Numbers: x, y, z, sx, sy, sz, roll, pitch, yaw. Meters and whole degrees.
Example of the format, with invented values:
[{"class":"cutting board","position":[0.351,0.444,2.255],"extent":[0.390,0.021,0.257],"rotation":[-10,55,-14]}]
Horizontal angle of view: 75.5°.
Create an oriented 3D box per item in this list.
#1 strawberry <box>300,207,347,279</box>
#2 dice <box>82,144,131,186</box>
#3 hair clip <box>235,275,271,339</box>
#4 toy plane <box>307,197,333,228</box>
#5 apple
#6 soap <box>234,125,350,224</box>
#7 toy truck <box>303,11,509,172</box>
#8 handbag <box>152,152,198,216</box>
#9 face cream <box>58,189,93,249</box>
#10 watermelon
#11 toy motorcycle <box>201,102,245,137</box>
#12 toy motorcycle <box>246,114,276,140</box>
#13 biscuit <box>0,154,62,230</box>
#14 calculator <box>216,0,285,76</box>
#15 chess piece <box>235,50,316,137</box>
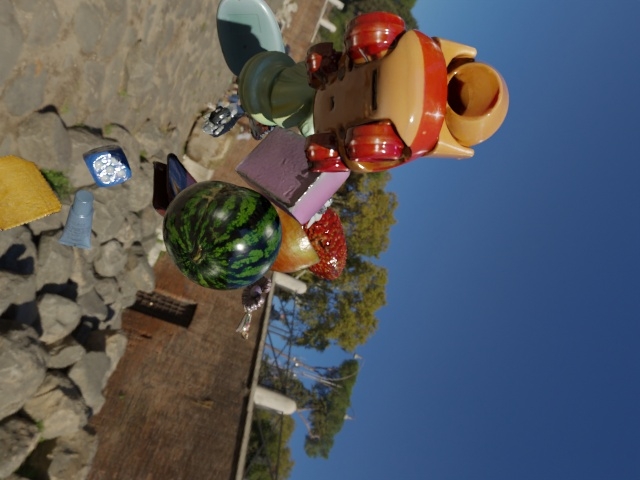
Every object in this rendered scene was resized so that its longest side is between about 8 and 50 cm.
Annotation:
[{"class":"strawberry","position":[-0.001,-0.001,1.881],"extent":[0.343,0.292,0.292],"rotation":[50,-61,45]},{"class":"dice","position":[-0.860,-0.304,1.673],"extent":[0.146,0.146,0.143],"rotation":[31,-40,52]},{"class":"hair clip","position":[-0.318,0.301,1.881],"extent":[0.173,0.069,0.300],"rotation":[12,-99,47]},{"class":"toy plane","position":[-0.011,-0.177,1.538],"extent":[0.251,0.101,0.255],"rotation":[-51,151,-53]},{"class":"apple","position":[-0.157,-0.033,1.478],"extent":[0.179,0.346,0.254],"rotation":[-16,153,-46]},{"class":"soap","position":[-0.076,-0.173,1.037],"extent":[0.181,0.081,0.259],"rotation":[-49,-130,-7]},{"class":"toy truck","position":[0.115,-0.192,0.600],"extent":[0.265,0.239,0.189],"rotation":[11,-78,61]},{"class":"handbag","position":[-0.478,-0.140,1.462],"extent":[0.084,0.275,0.260],"rotation":[-25,-128,7]},{"class":"face cream","position":[-1.049,-0.076,1.798],"extent":[0.385,0.136,0.086],"rotation":[-47,-143,42]},{"class":"watermelon","position":[-0.221,-0.012,0.942],"extent":[0.269,0.269,0.269],"rotation":[-59,-165,27]},{"class":"toy motorcycle","position":[-0.315,-0.381,1.322],"extent":[0.152,0.073,0.225],"rotation":[-31,-166,22]},{"class":"toy motorcycle","position":[-0.196,-0.424,1.436],"extent":[0.084,0.118,0.212],"rotation":[-25,-168,-36]},{"class":"biscuit","position":[-0.992,-0.163,1.331],"extent":[0.013,0.232,0.237],"rotation":[-23,-169,29]},{"class":"calculator","position":[-0.197,-0.553,1.183],"extent":[0.299,0.185,0.041],"rotation":[83,14,-53]},{"class":"chess piece","position":[-0.039,-0.323,0.929],"extent":[0.298,0.176,0.175],"rotation":[28,-85,38]}]
